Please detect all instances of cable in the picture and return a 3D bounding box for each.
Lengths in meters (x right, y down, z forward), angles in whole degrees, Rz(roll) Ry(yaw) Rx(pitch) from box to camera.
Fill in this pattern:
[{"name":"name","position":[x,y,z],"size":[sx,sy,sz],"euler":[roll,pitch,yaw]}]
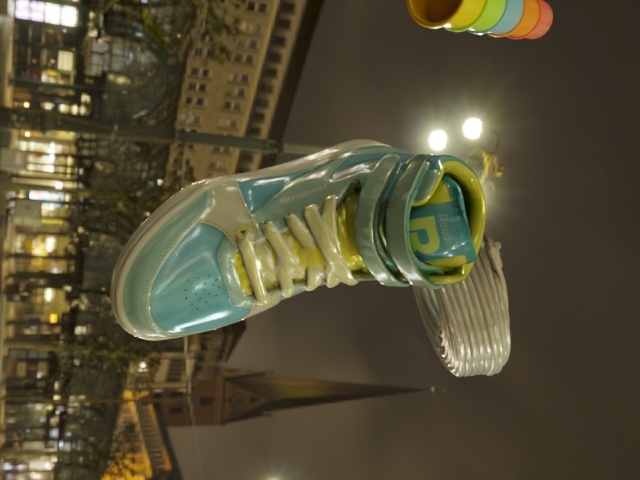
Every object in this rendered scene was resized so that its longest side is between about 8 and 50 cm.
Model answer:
[{"name":"cable","position":[0.187,0.069,1.008],"size":[0.257,0.089,0.256],"euler":[-119,-166,-79]}]

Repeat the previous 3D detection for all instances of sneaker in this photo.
[{"name":"sneaker","position":[0.000,0.000,0.585],"size":[0.208,0.319,0.127],"euler":[16,-51,54]}]

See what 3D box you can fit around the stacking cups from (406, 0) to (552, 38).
[{"name":"stacking cups","position":[0.250,-0.335,1.054],"size":[0.096,0.316,0.095],"euler":[4,-84,40]}]
